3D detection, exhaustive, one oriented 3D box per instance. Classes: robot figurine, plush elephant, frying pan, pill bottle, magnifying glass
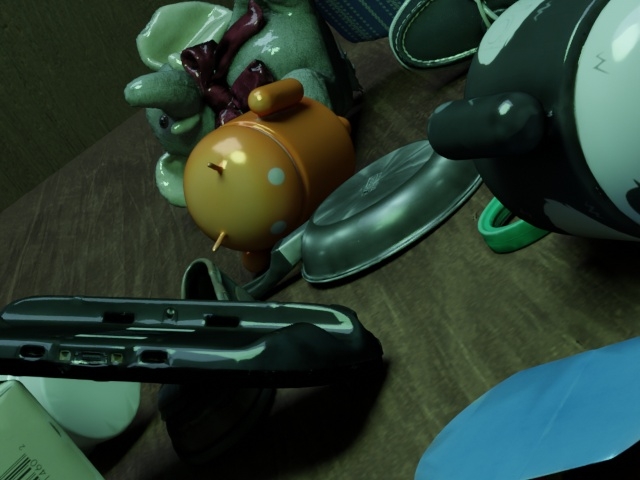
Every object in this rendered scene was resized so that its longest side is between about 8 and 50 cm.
[{"bbox_3d":[0.196,-0.081,1.052,0.209,0.173,0.278,-47,16,-13],"label":"robot figurine"},{"bbox_3d":[-0.107,-0.182,1.936,0.255,0.272,0.330,-20,-12,10],"label":"plush elephant"},{"bbox_3d":[-0.048,-0.063,1.627,0.158,0.128,0.219,-44,-5,34],"label":"robot figurine"},{"bbox_3d":[0.017,-0.017,1.535,0.326,0.053,0.197,-18,22,44],"label":"frying pan"},{"bbox_3d":[-0.265,0.149,1.483,0.229,0.131,0.131,-23,19,44],"label":"pill bottle"},{"bbox_3d":[0.175,-0.058,1.321,0.092,0.026,0.231,-30,15,27],"label":"magnifying glass"}]

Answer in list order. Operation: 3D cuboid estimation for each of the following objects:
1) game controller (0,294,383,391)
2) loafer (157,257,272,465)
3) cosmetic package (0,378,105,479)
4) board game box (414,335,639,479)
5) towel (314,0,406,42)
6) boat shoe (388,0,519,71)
[{"bbox_3d":[-0.121,0.080,1.203,0.319,0.067,0.166,0,10,24],"label":"game controller"},{"bbox_3d":[-0.095,0.092,1.357,0.096,0.084,0.267,-33,14,11],"label":"loafer"},{"bbox_3d":[-0.274,0.201,1.285,0.113,0.160,0.309,-45,15,-28],"label":"cosmetic package"},{"bbox_3d":[0.132,0.103,0.891,0.168,0.033,0.133,-20,16,34],"label":"board game box"},{"bbox_3d":[0.098,-0.334,1.882,0.336,0.243,0.040,-11,50,39],"label":"towel"},{"bbox_3d":[0.202,-0.268,1.755,0.302,0.114,0.091,-34,8,14],"label":"boat shoe"}]
